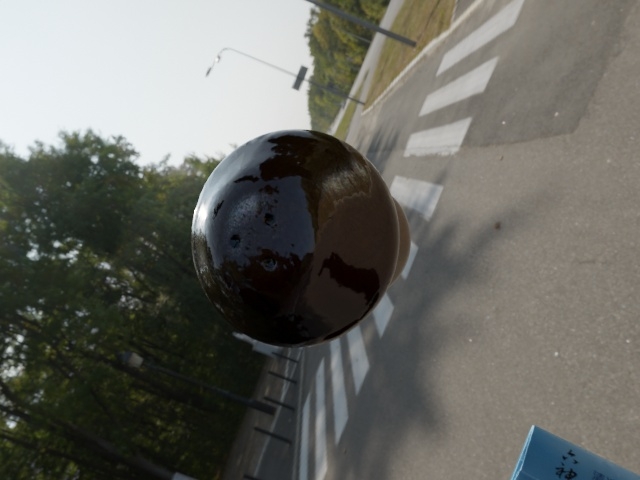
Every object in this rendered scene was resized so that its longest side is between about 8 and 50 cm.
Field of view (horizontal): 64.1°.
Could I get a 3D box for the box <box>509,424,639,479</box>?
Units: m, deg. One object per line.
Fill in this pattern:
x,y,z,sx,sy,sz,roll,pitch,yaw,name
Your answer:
0.281,0.326,0.585,0.083,0.142,0.232,-48,-34,-35,box

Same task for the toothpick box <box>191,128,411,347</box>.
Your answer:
0.000,0.000,0.531,0.192,0.192,0.294,-69,-17,6,toothpick box
